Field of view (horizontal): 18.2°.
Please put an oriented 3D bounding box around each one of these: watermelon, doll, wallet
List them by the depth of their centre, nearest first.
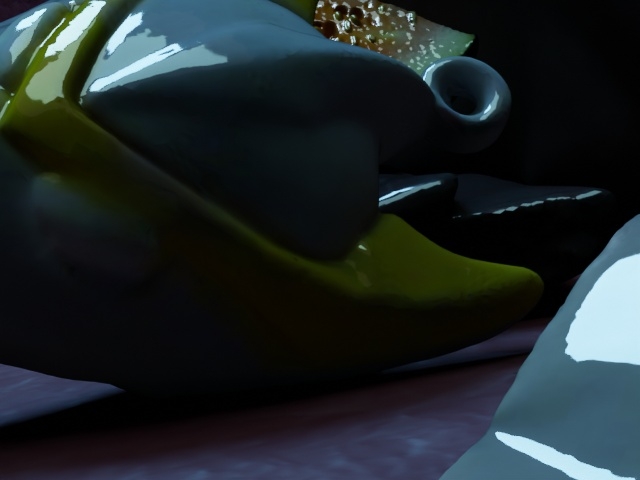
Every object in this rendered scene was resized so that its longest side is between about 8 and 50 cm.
[{"bbox_3d":[-0.089,-0.014,0.593,0.316,0.103,0.145,-16,39,-15],"label":"doll"},{"bbox_3d":[0.000,0.000,0.764,0.182,0.049,0.229,-10,5,-5],"label":"wallet"},{"bbox_3d":[-0.013,-0.072,0.860,0.125,0.094,0.135,-23,1,-23],"label":"watermelon"}]

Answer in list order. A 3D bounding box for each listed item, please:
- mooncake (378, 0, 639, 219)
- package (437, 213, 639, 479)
[{"bbox_3d":[0.107,-0.142,0.909,0.306,0.306,0.154,-1,14,39],"label":"mooncake"},{"bbox_3d":[0.128,0.033,0.344,0.204,0.062,0.251,0,22,44],"label":"package"}]
